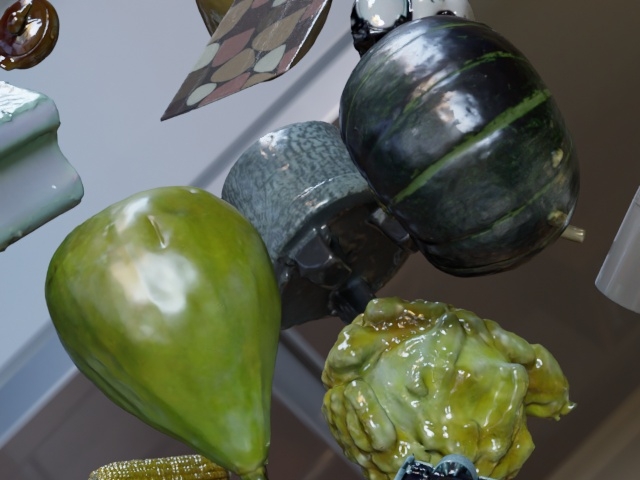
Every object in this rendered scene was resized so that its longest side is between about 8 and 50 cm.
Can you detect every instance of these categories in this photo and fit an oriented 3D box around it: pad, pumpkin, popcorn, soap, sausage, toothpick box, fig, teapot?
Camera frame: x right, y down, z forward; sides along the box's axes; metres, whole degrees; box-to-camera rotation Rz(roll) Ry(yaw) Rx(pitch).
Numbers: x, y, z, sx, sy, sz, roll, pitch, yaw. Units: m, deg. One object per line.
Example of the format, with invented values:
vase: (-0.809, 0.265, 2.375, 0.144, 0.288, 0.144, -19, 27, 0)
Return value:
pad: (-0.040, -0.196, 1.068, 0.158, 0.235, 0.003, -15, -52, 42)
pumpkin: (0.168, -0.111, 1.507, 0.323, 0.241, 0.323, 53, 3, -3)
popcorn: (0.161, 0.229, 1.737, 0.335, 0.279, 0.274, 33, -38, 2)
soap: (-0.521, -0.024, 1.412, 0.261, 0.446, 0.156, 17, -48, 39)
sausage: (0.344, -0.025, 1.939, 0.132, 0.024, 0.024, 19, -13, 25)
toothpick box: (0.463, 0.001, 1.728, 0.111, 0.180, 0.111, 18, 21, -7)
fig: (-0.121, 0.080, 1.252, 0.314, 0.233, 0.233, 34, -3, 10)
teapot: (-0.457, -0.317, 1.927, 0.098, 0.129, 0.078, 28, -5, 17)

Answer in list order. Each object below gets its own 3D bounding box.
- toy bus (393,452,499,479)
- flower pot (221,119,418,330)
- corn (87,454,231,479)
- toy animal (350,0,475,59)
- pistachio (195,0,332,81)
toy bus: (0.203, 0.350, 1.374, 0.271, 0.164, 0.133, 11, 18, 16)
flower pot: (0.000, 0.000, 1.963, 0.283, 0.299, 0.299, 50, 2, 35)
corn: (-0.253, 0.382, 1.992, 0.238, 0.080, 0.080, 0, 24, -27)
toy animal: (0.136, -0.314, 1.830, 0.138, 0.179, 0.166, 74, 15, -53)
pistachio: (-0.070, -0.351, 1.814, 0.260, 0.213, 0.163, 74, -2, -51)
